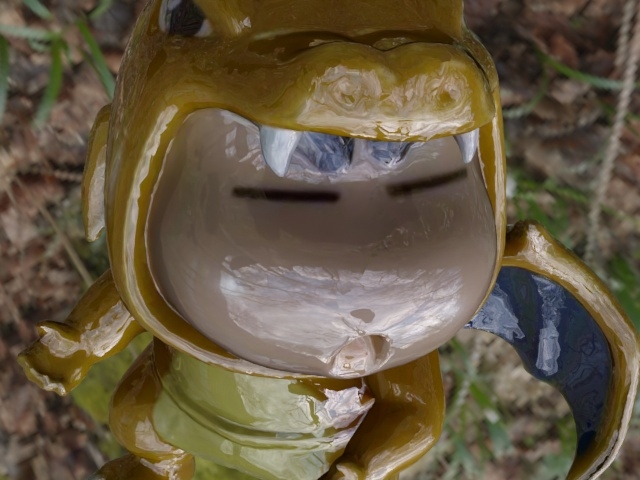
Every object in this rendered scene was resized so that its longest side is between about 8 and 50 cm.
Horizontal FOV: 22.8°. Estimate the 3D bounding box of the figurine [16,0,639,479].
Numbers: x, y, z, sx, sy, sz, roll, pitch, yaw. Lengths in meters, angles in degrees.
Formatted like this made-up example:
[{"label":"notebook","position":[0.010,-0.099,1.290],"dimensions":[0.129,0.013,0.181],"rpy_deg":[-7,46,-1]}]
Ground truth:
[{"label":"figurine","position":[-0.035,-0.010,0.899],"dimensions":[0.268,0.401,0.387],"rpy_deg":[-31,139,-41]}]
